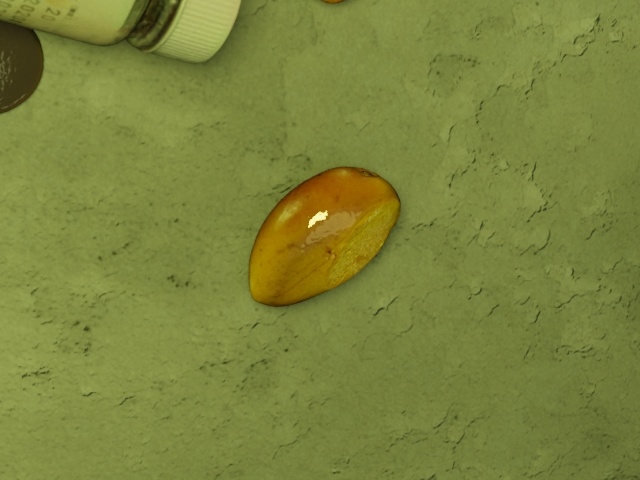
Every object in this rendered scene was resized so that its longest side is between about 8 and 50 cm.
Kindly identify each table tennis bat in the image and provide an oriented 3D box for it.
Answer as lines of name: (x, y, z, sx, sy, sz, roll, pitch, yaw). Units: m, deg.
table tennis bat: (-0.345, -0.153, 1.272, 0.170, 0.119, 0.107, -39, 122, -11)

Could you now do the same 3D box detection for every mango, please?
mango: (-0.004, -0.004, 1.529, 0.217, 0.102, 0.141, -44, 147, -2)

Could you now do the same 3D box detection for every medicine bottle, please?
medicine bottle: (-0.227, -0.281, 1.256, 0.273, 0.165, 0.165, 10, 104, -30)

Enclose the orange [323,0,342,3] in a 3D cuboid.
orange: (0.014, -0.313, 1.429, 0.083, 0.070, 0.083, -13, 120, -24)
